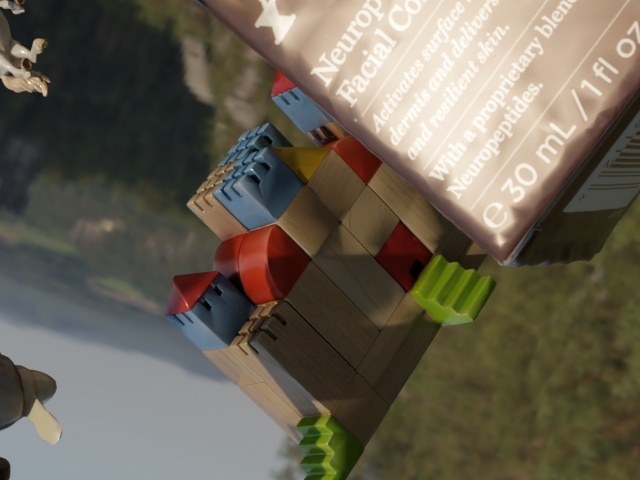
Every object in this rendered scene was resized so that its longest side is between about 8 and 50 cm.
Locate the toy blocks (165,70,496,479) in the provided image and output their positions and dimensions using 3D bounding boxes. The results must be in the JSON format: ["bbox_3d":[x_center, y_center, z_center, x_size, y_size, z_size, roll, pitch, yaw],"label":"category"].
[{"bbox_3d":[0.000,0.000,1.395,0.261,0.381,0.191,45,150,-19],"label":"toy blocks"}]

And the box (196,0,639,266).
[{"bbox_3d":[0.028,-0.180,0.734,0.381,0.191,0.143,42,-160,21],"label":"box"}]

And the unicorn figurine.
[{"bbox_3d":[-0.320,-0.219,1.493,0.060,0.162,0.111,-16,-166,-36],"label":"unicorn figurine"}]

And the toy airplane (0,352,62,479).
[{"bbox_3d":[-0.290,0.267,1.091,0.272,0.384,0.386,6,140,34],"label":"toy airplane"}]
